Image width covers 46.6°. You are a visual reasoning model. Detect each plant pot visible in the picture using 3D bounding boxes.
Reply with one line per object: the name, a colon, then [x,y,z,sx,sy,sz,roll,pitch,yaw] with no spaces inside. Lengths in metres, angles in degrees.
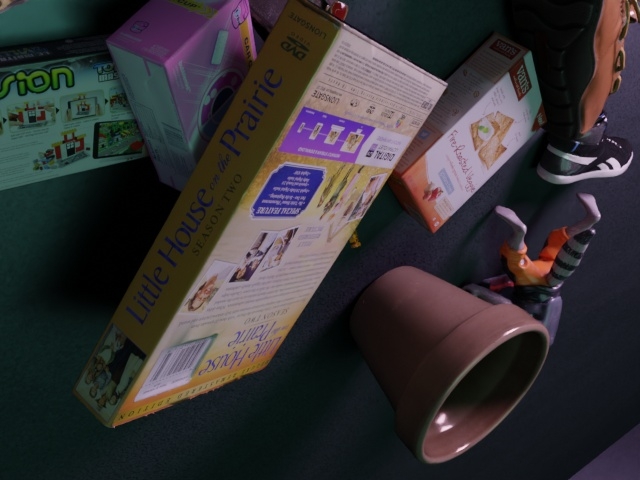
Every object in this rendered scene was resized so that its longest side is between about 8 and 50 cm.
plant pot: [0.169,0.162,1.114,0.263,0.229,0.263,-26,138,-26]

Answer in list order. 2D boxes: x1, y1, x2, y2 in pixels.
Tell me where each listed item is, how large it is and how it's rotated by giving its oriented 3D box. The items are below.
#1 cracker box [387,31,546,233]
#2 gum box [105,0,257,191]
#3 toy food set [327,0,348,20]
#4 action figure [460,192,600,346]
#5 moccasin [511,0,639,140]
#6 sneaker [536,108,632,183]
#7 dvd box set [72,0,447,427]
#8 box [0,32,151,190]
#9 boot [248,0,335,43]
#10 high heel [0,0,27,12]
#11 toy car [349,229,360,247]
cracker box: [0.191,-0.139,0.993,0.232,0.067,0.155,-45,144,-3]
gum box: [-0.108,-0.129,0.664,0.107,0.062,0.188,-54,158,-27]
toy food set: [0.002,-0.203,0.788,0.078,0.019,0.122,-16,129,-35]
action figure: [0.338,0.100,1.278,0.341,0.179,0.330,-18,125,-36]
moccasin: [0.339,-0.287,0.944,0.147,0.139,0.380,-46,142,-11]
sneaker: [0.459,-0.167,1.219,0.217,0.079,0.121,-17,136,-32]
dvd box set: [-0.045,-0.017,0.767,0.420,0.062,0.308,-58,160,17]
box: [-0.239,-0.105,0.623,0.207,0.036,0.114,-19,135,-33]
boot: [0.026,-0.268,0.702,0.263,0.091,0.229,30,101,-42]
high heel: [-0.294,-0.208,0.419,0.261,0.093,0.186,-9,136,-28]
toy car: [0.000,0.000,0.975,0.122,0.060,0.040,-14,90,-59]
